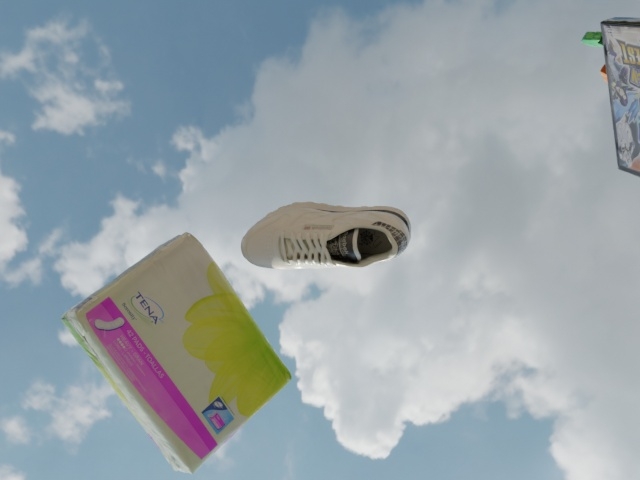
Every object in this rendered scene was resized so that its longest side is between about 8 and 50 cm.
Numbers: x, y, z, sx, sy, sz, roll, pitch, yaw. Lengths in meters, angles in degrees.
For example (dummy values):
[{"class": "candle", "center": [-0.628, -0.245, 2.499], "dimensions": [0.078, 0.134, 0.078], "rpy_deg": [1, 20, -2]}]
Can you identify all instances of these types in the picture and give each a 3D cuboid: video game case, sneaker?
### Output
[{"class": "video game case", "center": [0.508, -0.193, 1.094], "dimensions": [0.035, 0.275, 0.248], "rpy_deg": [-19, -69, -7]}, {"class": "sneaker", "center": [0.000, 0.000, 0.993], "dimensions": [0.235, 0.095, 0.090], "rpy_deg": [-8, -73, 15]}]

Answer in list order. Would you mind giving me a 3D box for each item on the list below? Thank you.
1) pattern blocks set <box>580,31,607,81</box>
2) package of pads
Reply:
[{"class": "pattern blocks set", "center": [0.614, -0.279, 1.358], "dimensions": [0.324, 0.285, 0.026], "rpy_deg": [30, -87, -15]}, {"class": "package of pads", "center": [-0.206, 0.163, 1.147], "dimensions": [0.229, 0.101, 0.296], "rpy_deg": [-40, -79, -31]}]
